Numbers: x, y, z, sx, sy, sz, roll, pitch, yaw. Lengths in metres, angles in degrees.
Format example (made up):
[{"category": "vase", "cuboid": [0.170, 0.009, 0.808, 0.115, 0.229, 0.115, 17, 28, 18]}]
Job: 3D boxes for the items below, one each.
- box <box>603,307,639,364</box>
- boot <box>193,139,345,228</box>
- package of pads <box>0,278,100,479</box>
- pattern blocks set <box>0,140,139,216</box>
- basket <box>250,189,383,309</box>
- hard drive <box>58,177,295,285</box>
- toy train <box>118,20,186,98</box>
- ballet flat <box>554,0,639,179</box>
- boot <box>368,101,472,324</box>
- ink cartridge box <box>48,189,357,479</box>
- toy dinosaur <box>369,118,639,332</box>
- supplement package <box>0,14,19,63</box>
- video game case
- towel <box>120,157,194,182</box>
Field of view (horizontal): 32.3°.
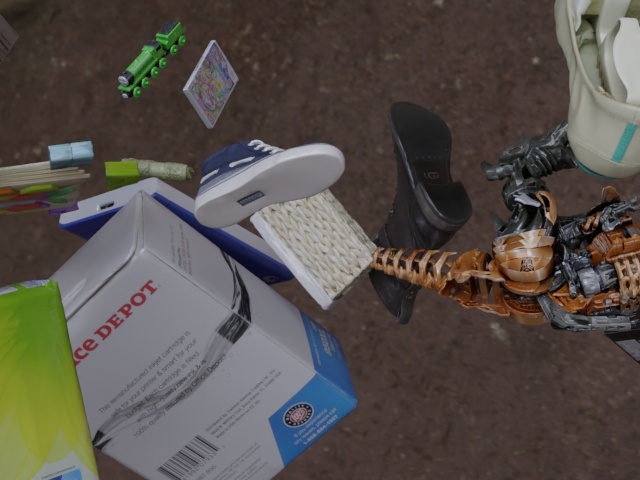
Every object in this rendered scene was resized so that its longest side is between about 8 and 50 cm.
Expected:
[{"category": "box", "cuboid": [0.464, 0.080, 1.401, 0.147, 0.077, 0.180, -52, 4, -15]}, {"category": "boot", "cuboid": [-0.059, -0.085, 1.223, 0.190, 0.069, 0.086, -19, 48, 23]}, {"category": "package of pads", "cuboid": [-0.324, 0.201, 0.986, 0.101, 0.229, 0.296, -10, 93, 54]}, {"category": "pattern blocks set", "cuboid": [-0.354, -0.056, 1.294, 0.325, 0.285, 0.026, 118, 141, -81]}, {"category": "basket", "cuboid": [0.000, 0.000, 1.546, 0.103, 0.113, 0.167, -40, 84, 9]}, {"category": "hard drive", "cuboid": [-0.216, 0.006, 1.725, 0.210, 0.319, 0.040, -14, 59, 36]}, {"category": "toy train", "cuboid": [-0.135, -0.145, 0.884, 0.017, 0.023, 0.083, 15, 53, 27]}, {"category": "ballet flat", "cuboid": [0.232, -0.155, 0.868, 0.086, 0.086, 0.248, -31, 38, 33]}, {"category": "boot", "cuboid": [0.114, -0.042, 1.578, 0.229, 0.091, 0.263, 118, 148, -46]}, {"category": "ink cartridge box", "cuboid": [-0.191, 0.165, 1.514, 0.285, 0.395, 0.166, -42, 29, 16]}, {"category": "toy dinosaur", "cuboid": [0.218, 0.005, 1.072, 0.218, 0.322, 0.164, -73, -3, -48]}, {"category": "supplement package", "cuboid": [-0.696, -0.323, 1.915, 0.262, 0.199, 0.198, -57, -1, -5]}, {"category": "video game case", "cuboid": [-0.178, -0.256, 1.810, 0.011, 0.087, 0.122, -3, 47, 31]}, {"category": "towel", "cuboid": [-0.244, -0.107, 1.654, 0.148, 0.110, 0.027, -129, 46, -84]}]
